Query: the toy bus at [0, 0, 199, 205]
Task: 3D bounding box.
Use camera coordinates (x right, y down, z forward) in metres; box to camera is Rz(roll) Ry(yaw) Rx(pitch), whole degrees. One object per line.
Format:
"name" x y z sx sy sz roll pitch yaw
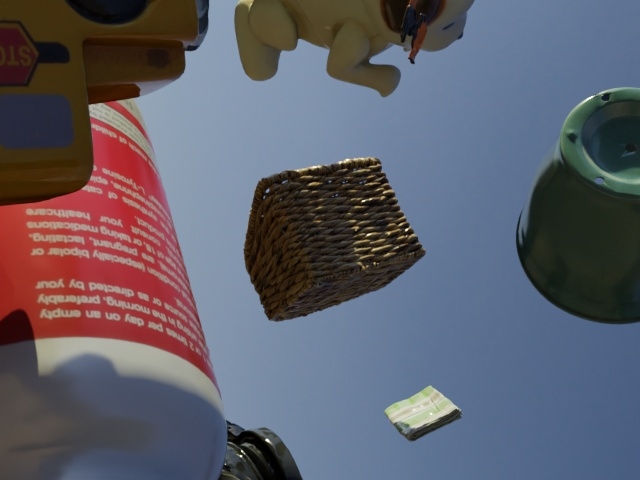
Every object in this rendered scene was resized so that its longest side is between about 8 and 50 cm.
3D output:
"toy bus" -0.222 -0.077 0.487 0.108 0.332 0.130 -8 -91 55

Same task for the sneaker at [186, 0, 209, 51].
"sneaker" -0.158 -0.379 1.257 0.178 0.124 0.295 -53 -142 36

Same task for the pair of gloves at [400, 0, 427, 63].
"pair of gloves" 0.130 -0.293 1.430 0.083 0.010 0.074 46 59 -62

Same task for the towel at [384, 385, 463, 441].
"towel" 0.186 0.316 1.907 0.152 0.113 0.023 -144 -149 -72

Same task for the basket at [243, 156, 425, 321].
"basket" 0.000 0.000 1.911 0.213 0.299 0.223 -42 -111 49

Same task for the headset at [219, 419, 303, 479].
"headset" -0.086 0.241 0.873 0.394 0.243 0.185 22 -57 21

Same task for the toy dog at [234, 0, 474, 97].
"toy dog" 0.080 -0.445 1.757 0.408 0.284 0.395 15 -46 32

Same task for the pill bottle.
"pill bottle" -0.190 0.073 0.669 0.229 0.229 0.408 105 -28 -45

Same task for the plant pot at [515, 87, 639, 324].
"plant pot" 0.410 -0.061 1.415 0.255 0.271 0.272 77 -12 -59
